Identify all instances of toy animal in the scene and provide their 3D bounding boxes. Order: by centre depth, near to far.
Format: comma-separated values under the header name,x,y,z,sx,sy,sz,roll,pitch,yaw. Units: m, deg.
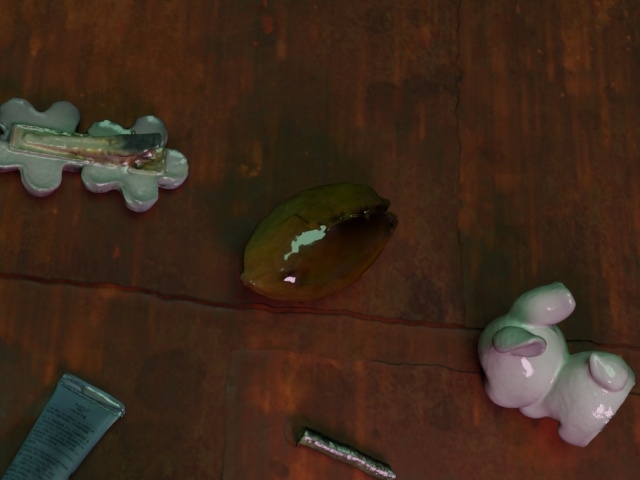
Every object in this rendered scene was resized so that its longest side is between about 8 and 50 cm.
name,x,y,z,sx,sy,sz,roll,pitch,yaw
toy animal,0.297,0.160,1.494,0.193,0.178,0.127,41,62,2

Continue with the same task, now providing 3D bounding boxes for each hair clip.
name,x,y,z,sx,sy,sz,roll,pitch,yaw
hair clip,-0.296,-0.113,1.513,0.256,0.075,0.146,5,65,-6

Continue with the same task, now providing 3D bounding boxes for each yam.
name,x,y,z,sx,sy,sz,roll,pitch,yaw
yam,0.033,0.266,1.466,0.129,0.033,0.027,27,39,-8

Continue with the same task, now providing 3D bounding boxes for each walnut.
name,x,y,z,sx,sy,sz,roll,pitch,yaw
walnut,0.000,0.000,1.510,0.245,0.137,0.137,-31,79,-24

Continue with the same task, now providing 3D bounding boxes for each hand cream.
name,x,y,z,sx,sy,sz,roll,pitch,yaw
hand cream,-0.323,0.271,1.354,0.088,0.055,0.256,27,62,6
